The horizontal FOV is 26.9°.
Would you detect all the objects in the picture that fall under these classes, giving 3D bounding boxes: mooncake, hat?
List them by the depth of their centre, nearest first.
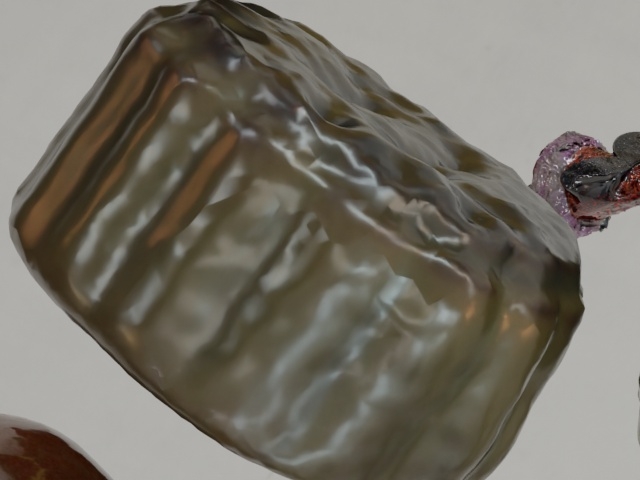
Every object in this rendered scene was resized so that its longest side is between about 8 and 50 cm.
[{"bbox_3d":[0.000,0.000,0.695,0.290,0.290,0.161,35,103,5],"label":"mooncake"},{"bbox_3d":[0.337,-0.060,1.522,0.140,0.227,0.128,-4,96,-40],"label":"hat"}]

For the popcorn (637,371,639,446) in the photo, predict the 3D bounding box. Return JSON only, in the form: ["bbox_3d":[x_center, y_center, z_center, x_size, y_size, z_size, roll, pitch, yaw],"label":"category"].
[{"bbox_3d":[0.297,0.054,0.746,0.225,0.173,0.286,34,41,-5],"label":"popcorn"}]

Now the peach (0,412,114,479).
[{"bbox_3d":[-0.230,0.245,0.926,0.252,0.252,0.252,3,70,-7],"label":"peach"}]
